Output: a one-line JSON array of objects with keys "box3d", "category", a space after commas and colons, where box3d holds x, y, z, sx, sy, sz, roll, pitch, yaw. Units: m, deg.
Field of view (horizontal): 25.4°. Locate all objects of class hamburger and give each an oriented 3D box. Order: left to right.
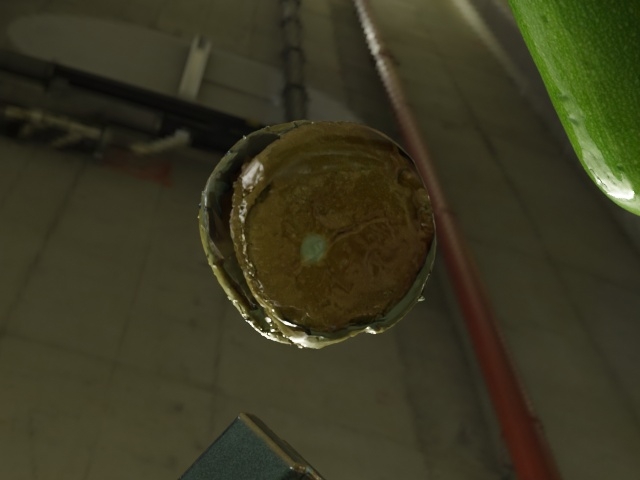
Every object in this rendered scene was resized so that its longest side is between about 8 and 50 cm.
[{"box3d": [0.000, 0.000, 1.080, 0.185, 0.177, 0.113, 33, 159, -21], "category": "hamburger"}]

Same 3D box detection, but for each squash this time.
[{"box3d": [0.128, -0.171, 0.742, 0.101, 0.379, 0.101, -23, -161, 8], "category": "squash"}]

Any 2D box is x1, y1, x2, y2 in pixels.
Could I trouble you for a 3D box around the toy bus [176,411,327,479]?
[{"box3d": [-0.124, 0.367, 1.786, 0.138, 0.275, 0.167, 39, 172, 37], "category": "toy bus"}]
